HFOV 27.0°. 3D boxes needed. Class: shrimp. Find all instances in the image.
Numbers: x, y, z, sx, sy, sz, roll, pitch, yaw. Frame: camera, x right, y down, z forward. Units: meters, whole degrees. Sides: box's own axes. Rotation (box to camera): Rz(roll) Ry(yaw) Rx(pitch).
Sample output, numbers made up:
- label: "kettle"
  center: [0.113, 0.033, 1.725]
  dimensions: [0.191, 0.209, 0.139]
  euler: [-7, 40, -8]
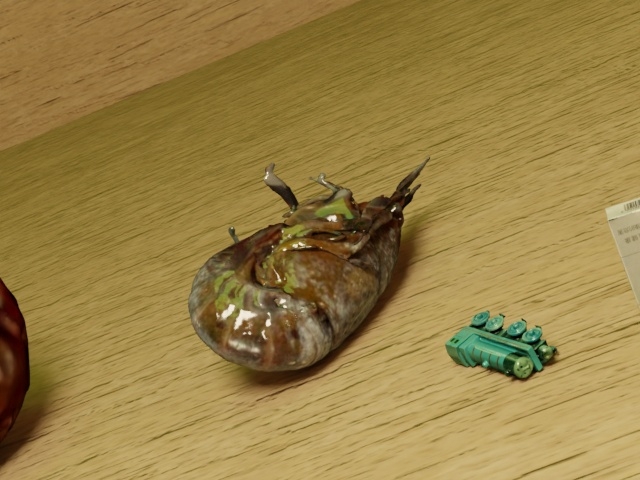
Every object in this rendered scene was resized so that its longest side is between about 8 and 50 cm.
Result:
- label: "shrimp"
  center: [0.004, 0.006, 1.174]
  dimensions: [0.145, 0.116, 0.343]
  euler: [16, 34, 27]

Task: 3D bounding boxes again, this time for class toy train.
- label: "toy train"
  center: [0.130, 0.077, 0.964]
  dimensions: [0.045, 0.029, 0.092]
  euler: [-39, 24, -18]

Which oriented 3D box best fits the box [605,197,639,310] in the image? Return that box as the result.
- label: "box"
  center: [0.237, 0.009, 0.928]
  dimensions: [0.054, 0.083, 0.024]
  euler: [-19, 20, 14]

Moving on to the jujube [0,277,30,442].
- label: "jujube"
  center: [-0.445, 0.139, 1.161]
  dimensions: [0.377, 0.276, 0.276]
  euler: [-34, 17, 10]
